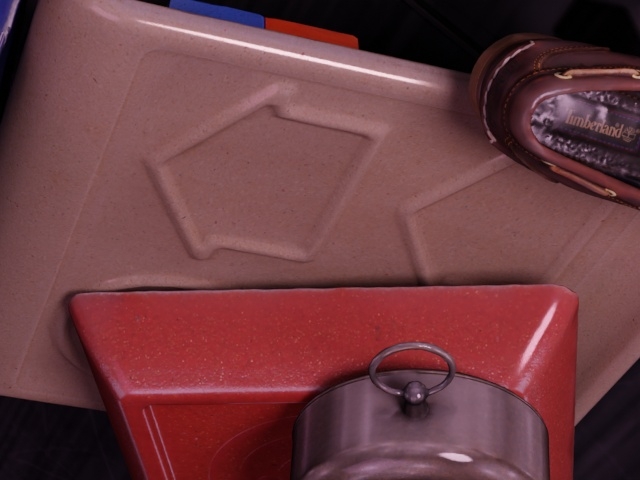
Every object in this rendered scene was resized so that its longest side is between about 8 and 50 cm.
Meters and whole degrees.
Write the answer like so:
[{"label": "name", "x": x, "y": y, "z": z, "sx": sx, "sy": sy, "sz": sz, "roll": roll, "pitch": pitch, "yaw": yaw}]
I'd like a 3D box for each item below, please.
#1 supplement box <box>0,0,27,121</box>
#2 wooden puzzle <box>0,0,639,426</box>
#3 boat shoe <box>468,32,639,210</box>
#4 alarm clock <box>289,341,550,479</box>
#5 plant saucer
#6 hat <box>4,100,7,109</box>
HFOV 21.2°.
[{"label": "supplement box", "x": -0.337, "y": -0.062, "z": 0.781, "sx": 0.356, "sy": 0.194, "sz": 0.195, "roll": 17, "pitch": 158, "yaw": -9}, {"label": "wooden puzzle", "x": 0.000, "y": 0.000, "z": 0.885, "sx": 0.347, "sy": 0.080, "sz": 0.322, "roll": 14, "pitch": 141, "yaw": -13}, {"label": "boat shoe", "x": 0.166, "y": -0.036, "z": 0.738, "sx": 0.207, "sy": 0.073, "sz": 0.073, "roll": 10, "pitch": 104, "yaw": -16}, {"label": "alarm clock", "x": 0.047, "y": 0.109, "z": 0.833, "sx": 0.129, "sy": 0.064, "sz": 0.192, "roll": -1, "pitch": 139, "yaw": 6}, {"label": "plant saucer", "x": 0.010, "y": 0.119, "z": 0.935, "sx": 0.258, "sy": 0.048, "sz": 0.259, "roll": -1, "pitch": 142, "yaw": 6}, {"label": "hat", "x": -0.211, "y": -0.074, "z": 0.999, "sx": 0.173, "sy": 0.208, "sz": 0.184, "roll": -27, "pitch": 87, "yaw": 9}]
